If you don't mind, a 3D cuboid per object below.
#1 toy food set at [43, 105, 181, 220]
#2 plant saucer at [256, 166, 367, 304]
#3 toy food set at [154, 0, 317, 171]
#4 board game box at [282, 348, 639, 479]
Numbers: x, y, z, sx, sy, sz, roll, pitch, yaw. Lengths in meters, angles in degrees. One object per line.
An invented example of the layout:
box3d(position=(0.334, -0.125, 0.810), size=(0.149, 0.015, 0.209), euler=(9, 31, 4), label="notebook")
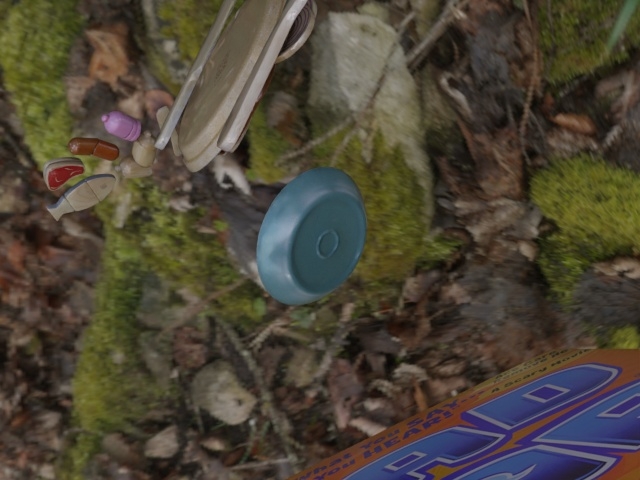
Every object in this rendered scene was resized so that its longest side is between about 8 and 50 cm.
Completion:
box3d(position=(-0.177, -0.071, 0.948), size=(0.122, 0.078, 0.019), euler=(-26, 51, -11), label="toy food set")
box3d(position=(0.000, 0.000, 0.940), size=(0.021, 0.119, 0.119), euler=(24, 95, 42), label="plant saucer")
box3d(position=(-0.038, -0.095, 0.663), size=(0.038, 0.192, 0.132), euler=(27, 87, -19), label="toy food set")
box3d(position=(0.128, 0.289, 0.606), size=(0.356, 0.356, 0.356), euler=(-23, 92, -17), label="board game box")
